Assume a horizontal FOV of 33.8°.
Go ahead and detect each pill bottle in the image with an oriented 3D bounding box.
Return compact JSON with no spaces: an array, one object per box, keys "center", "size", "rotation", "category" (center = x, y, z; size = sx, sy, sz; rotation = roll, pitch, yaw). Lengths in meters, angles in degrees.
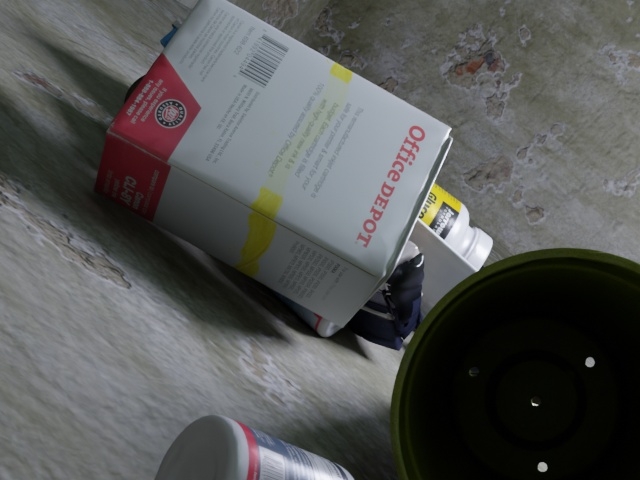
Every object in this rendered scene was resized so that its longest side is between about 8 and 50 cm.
[{"center":[0.185,-0.043,2.198],"size":[0.334,0.188,0.188],"rotation":[35,12,-8],"category":"pill bottle"},{"center":[-0.031,0.213,0.815],"size":[0.180,0.108,0.108],"rotation":[30,14,-32],"category":"pill bottle"},{"center":[-0.024,0.054,1.477],"size":[0.160,0.087,0.087],"rotation":[40,12,18],"category":"pill bottle"}]

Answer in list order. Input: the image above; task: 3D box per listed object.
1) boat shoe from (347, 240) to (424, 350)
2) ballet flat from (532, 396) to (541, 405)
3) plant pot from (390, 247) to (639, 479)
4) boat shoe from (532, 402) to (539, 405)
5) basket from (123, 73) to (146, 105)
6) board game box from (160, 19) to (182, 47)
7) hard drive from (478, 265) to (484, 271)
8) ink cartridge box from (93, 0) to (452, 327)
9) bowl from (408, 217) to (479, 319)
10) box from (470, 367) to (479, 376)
[{"center":[0.019,0.049,1.594],"size":[0.340,0.127,0.158],"rotation":[27,-43,45],"category":"boat shoe"},{"center":[0.385,0.277,1.766],"size":[0.250,0.084,0.058],"rotation":[37,-29,38],"category":"ballet flat"},{"center":[0.273,0.201,1.257],"size":[0.366,0.366,0.353],"rotation":[39,1,7],"category":"plant pot"},{"center":[0.328,0.290,1.679],"size":[0.170,0.063,0.059],"rotation":[33,25,-16],"category":"boat shoe"},{"center":[-0.192,-0.138,1.592],"size":[0.204,0.154,0.227],"rotation":[33,16,-29],"category":"basket"},{"center":[-0.102,-0.173,1.901],"size":[0.390,0.050,0.390],"rotation":[44,-7,32],"category":"board game box"},{"center":[0.357,0.085,2.522],"size":[0.172,0.054,0.255],"rotation":[33,13,-20],"category":"hard drive"},{"center":[-0.058,-0.105,1.388],"size":[0.384,0.160,0.279],"rotation":[29,56,-2],"category":"ink cartridge box"},{"center":[0.222,0.084,1.914],"size":[0.298,0.134,0.298],"rotation":[40,4,-3],"category":"bowl"},{"center":[0.287,0.180,1.710],"size":[0.158,0.093,0.156],"rotation":[1,-12,37],"category":"box"}]
